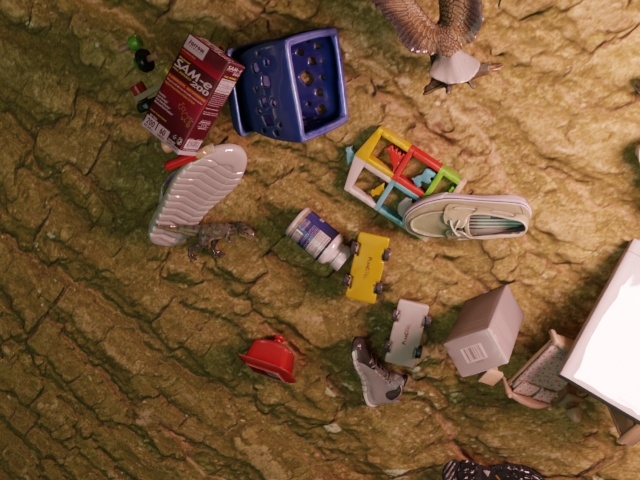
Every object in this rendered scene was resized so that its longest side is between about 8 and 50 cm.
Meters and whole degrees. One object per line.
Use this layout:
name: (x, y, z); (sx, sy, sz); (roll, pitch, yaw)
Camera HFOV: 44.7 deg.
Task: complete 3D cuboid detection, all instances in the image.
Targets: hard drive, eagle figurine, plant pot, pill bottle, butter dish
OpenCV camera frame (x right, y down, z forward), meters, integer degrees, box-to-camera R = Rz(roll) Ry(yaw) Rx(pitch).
hard drive: (0.706, 0.203, 1.705); (0.233, 0.047, 0.353); (31, 81, 8)
eagle figurine: (0.245, -0.467, 1.658); (0.225, 0.226, 0.298); (4, 120, 44)
plant pot: (-0.088, -0.363, 1.824); (0.212, 0.236, 0.236); (3, 112, 29)
pill bottle: (0.000, 0.000, 2.018); (0.169, 0.094, 0.094); (40, 121, 2)
butter dish: (-0.136, 0.325, 2.213); (0.160, 0.118, 0.160); (16, 159, 17)

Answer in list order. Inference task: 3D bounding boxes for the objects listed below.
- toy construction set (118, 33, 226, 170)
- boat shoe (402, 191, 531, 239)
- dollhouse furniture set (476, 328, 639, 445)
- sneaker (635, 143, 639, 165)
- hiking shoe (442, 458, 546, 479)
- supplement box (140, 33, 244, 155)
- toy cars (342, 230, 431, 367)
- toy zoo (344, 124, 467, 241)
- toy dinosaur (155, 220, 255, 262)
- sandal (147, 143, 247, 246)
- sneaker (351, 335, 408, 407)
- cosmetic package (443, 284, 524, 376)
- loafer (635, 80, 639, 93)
toy construction set: (-0.299, -0.348, 1.897); (0.237, 0.257, 0.309); (-17, 80, 20)
boat shoe: (0.338, -0.052, 1.823); (0.302, 0.094, 0.109); (-6, 118, 17)
dollhouse furniture set: (0.595, 0.316, 1.758); (0.355, 0.174, 0.303); (19, 127, -21)
sneaker: (0.768, -0.117, 1.638); (0.126, 0.091, 0.240); (-27, 99, 30)
hiking shoe: (0.480, 0.669, 2.116); (0.304, 0.113, 0.132); (12, 146, 12)
supplement box: (-0.289, -0.324, 1.750); (0.130, 0.073, 0.239); (38, 107, 19)
toy cars: (0.175, 0.144, 2.014); (0.176, 0.087, 0.394); (-26, 105, 19)
toy zoo: (0.186, -0.149, 1.909); (0.293, 0.030, 0.192); (34, 121, 6)
toy dinosaur: (-0.316, -0.002, 2.144); (0.268, 0.064, 0.118); (0, 121, -8)
sandal: (-0.357, -0.138, 2.102); (0.416, 0.169, 0.102); (-44, 50, 32)
sneaker: (0.168, 0.352, 2.115); (0.132, 0.086, 0.229); (-6, 119, 20)
cosmetic package: (0.394, 0.212, 1.859); (0.127, 0.238, 0.107); (-26, 97, 33)
loafer: (0.711, -0.292, 1.622); (0.125, 0.039, 0.045); (41, 88, -1)
